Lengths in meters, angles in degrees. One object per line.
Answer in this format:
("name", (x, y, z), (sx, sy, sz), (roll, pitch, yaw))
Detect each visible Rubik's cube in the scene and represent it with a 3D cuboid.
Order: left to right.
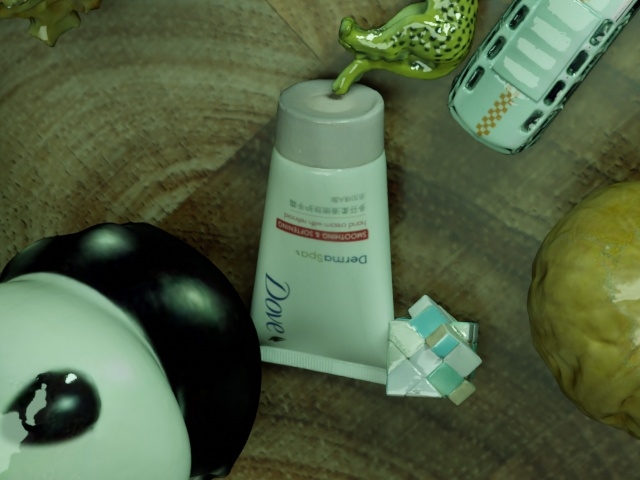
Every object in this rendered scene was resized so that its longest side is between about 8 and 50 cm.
("Rubik's cube", (0.093, 0.088, 1.503), (0.073, 0.075, 0.084), (5, 107, 16))

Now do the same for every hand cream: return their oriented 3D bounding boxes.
("hand cream", (0.000, 0.000, 1.506), (0.133, 0.083, 0.248), (9, 118, 16))

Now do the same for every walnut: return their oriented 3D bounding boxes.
("walnut", (0.245, 0.050, 1.376), (0.195, 0.222, 0.195), (0, 82, 3))

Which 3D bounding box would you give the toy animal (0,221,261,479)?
("toy animal", (-0.198, 0.114, 1.445), (0.251, 0.310, 0.251), (3, 99, 20))

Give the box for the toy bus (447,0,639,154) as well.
("toy bus", (0.167, -0.146, 1.405), (0.087, 0.089, 0.194), (38, 113, 1))

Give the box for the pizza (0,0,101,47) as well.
("pizza", (-0.168, -0.282, 1.413), (0.406, 0.130, 0.440), (25, 109, 23))

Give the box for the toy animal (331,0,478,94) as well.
("toy animal", (0.088, -0.183, 1.426), (0.136, 0.073, 0.181), (14, 106, 2))
